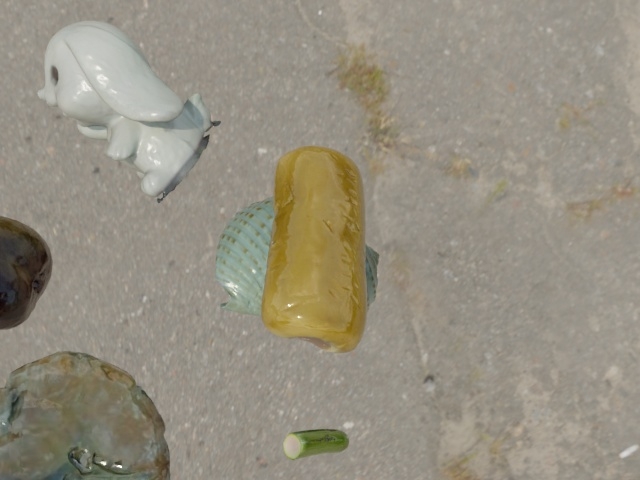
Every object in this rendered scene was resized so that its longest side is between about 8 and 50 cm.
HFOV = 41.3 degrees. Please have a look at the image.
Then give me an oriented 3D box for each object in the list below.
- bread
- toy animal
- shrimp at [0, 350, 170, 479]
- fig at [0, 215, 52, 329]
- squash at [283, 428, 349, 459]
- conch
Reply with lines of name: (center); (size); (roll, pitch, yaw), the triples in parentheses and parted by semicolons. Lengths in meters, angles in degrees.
bread: (0.000, 0.000, 1.118); (0.142, 0.091, 0.305); (22, 49, -26)
toy animal: (-0.292, -0.208, 1.320); (0.174, 0.289, 0.249); (-47, 43, -4)
shrimp: (-0.280, 0.351, 0.987); (0.221, 0.110, 0.445); (-3, 78, -17)
fig: (-0.532, 0.013, 1.254); (0.274, 0.145, 0.170); (33, 47, -7)
squash: (-0.001, 0.209, 0.877); (0.083, 0.027, 0.027); (8, 56, -49)
conch: (-0.030, 0.038, 1.661); (0.319, 0.215, 0.302); (-12, 80, -41)
